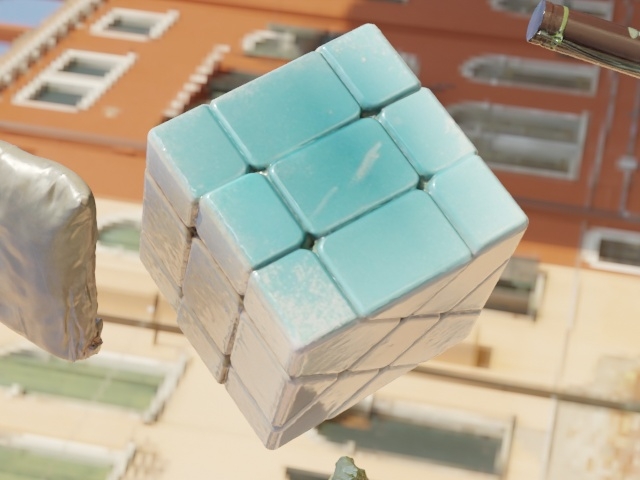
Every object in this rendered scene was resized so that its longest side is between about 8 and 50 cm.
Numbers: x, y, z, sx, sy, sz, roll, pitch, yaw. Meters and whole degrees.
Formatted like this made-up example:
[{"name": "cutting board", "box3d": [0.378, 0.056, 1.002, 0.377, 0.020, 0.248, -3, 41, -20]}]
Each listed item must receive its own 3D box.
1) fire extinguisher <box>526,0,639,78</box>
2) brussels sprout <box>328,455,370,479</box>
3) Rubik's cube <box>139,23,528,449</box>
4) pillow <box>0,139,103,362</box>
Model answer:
[{"name": "fire extinguisher", "box3d": [0.271, -0.179, 1.464, 0.064, 0.158, 0.043, -81, 9, -57]}, {"name": "brussels sprout", "box3d": [0.049, 0.391, 2.188, 0.100, 0.139, 0.181, -35, -65, -17]}, {"name": "Rubik's cube", "box3d": [0.000, 0.000, 1.850, 0.322, 0.316, 0.319, -27, -20, -21]}, {"name": "pillow", "box3d": [-0.273, 0.008, 1.472, 0.067, 0.173, 0.270, -45, -23, -32]}]
